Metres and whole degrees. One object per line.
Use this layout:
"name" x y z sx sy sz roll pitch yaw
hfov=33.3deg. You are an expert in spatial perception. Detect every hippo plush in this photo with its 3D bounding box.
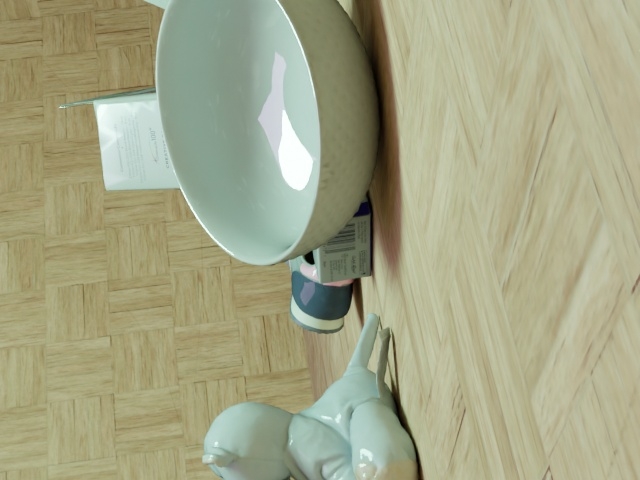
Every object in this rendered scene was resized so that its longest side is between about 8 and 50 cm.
"hippo plush" -0.017 0.260 1.252 0.234 0.237 0.294 -133 36 -83

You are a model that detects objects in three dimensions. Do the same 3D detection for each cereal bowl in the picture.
"cereal bowl" -0.044 -0.148 1.197 0.339 0.141 0.339 28 126 48

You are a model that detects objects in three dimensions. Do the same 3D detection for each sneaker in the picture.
"sneaker" 0.000 0.000 1.645 0.319 0.112 0.131 -108 28 -54

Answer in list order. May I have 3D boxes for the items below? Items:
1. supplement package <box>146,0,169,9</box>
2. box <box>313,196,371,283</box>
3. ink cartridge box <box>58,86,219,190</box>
"supplement package" -0.163 -0.468 1.464 0.262 0.199 0.198 119 172 -56
"box" 0.020 -0.038 1.363 0.126 0.072 0.137 87 173 -50
"ink cartridge box" -0.169 -0.162 1.532 0.309 0.272 0.130 -26 -68 -58
